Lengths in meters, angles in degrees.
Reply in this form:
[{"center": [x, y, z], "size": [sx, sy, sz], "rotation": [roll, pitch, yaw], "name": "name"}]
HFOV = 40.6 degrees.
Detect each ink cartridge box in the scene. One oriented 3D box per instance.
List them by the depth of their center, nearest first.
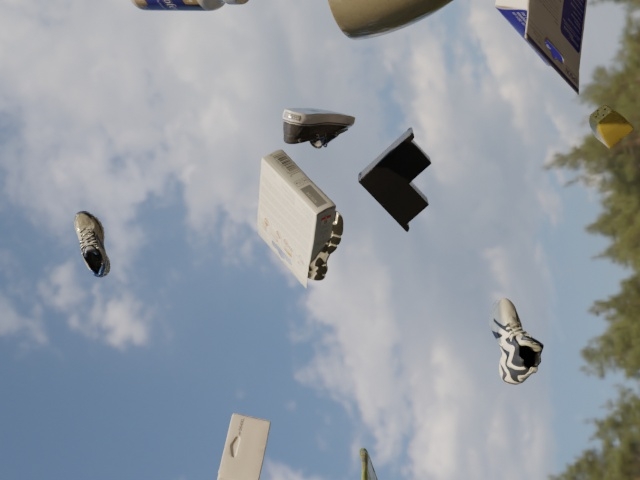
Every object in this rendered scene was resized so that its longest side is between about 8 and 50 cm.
[{"center": [0.334, -0.388, 1.277], "size": [0.165, 0.065, 0.333], "rotation": [32, -119, -41], "name": "ink cartridge box"}, {"center": [-0.040, -0.032, 1.357], "size": [0.045, 0.145, 0.179], "rotation": [-28, -32, -25], "name": "ink cartridge box"}, {"center": [-0.166, 0.472, 1.810], "size": [0.203, 0.086, 0.148], "rotation": [107, 175, -56], "name": "ink cartridge box"}]

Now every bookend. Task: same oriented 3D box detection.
[{"center": [0.189, -0.132, 1.867], "size": [0.156, 0.157, 0.072], "rotation": [45, -165, -11], "name": "bookend"}]

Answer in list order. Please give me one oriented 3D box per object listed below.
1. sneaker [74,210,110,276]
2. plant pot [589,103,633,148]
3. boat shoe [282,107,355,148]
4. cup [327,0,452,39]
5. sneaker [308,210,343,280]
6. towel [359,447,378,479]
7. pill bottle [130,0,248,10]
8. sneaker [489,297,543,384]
[{"center": [-0.437, 0.008, 1.658], "size": [0.058, 0.052, 0.135], "rotation": [-119, 10, -80], "name": "sneaker"}, {"center": [0.759, -0.311, 2.291], "size": [0.083, 0.081, 0.081], "rotation": [42, -167, -31], "name": "plant pot"}, {"center": [-0.004, -0.220, 1.721], "size": [0.228, 0.080, 0.076], "rotation": [-16, -60, -62], "name": "boat shoe"}, {"center": [0.177, -0.592, 1.805], "size": [0.331, 0.237, 0.331], "rotation": [4, -90, -64], "name": "cup"}, {"center": [0.000, 0.000, 1.711], "size": [0.068, 0.170, 0.071], "rotation": [18, -141, -4], "name": "sneaker"}, {"center": [0.080, 0.422, 1.396], "size": [0.237, 0.021, 0.102], "rotation": [-65, -45, -83], "name": "towel"}, {"center": [-0.286, -0.581, 1.895], "size": [0.153, 0.264, 0.153], "rotation": [6, -90, -67], "name": "pill bottle"}, {"center": [0.528, 0.254, 2.288], "size": [0.094, 0.153, 0.235], "rotation": [8, -111, -19], "name": "sneaker"}]
